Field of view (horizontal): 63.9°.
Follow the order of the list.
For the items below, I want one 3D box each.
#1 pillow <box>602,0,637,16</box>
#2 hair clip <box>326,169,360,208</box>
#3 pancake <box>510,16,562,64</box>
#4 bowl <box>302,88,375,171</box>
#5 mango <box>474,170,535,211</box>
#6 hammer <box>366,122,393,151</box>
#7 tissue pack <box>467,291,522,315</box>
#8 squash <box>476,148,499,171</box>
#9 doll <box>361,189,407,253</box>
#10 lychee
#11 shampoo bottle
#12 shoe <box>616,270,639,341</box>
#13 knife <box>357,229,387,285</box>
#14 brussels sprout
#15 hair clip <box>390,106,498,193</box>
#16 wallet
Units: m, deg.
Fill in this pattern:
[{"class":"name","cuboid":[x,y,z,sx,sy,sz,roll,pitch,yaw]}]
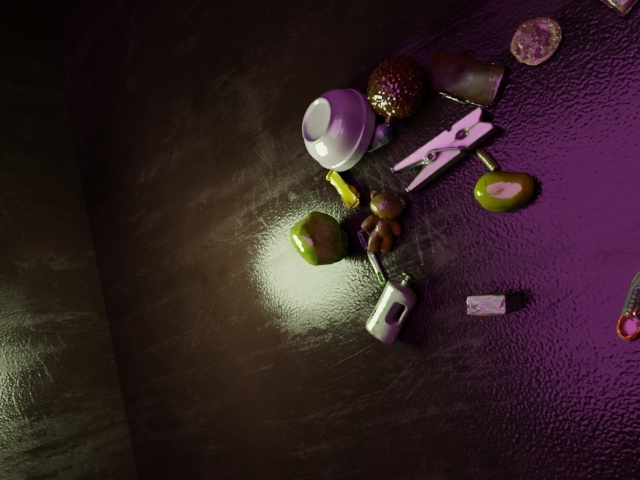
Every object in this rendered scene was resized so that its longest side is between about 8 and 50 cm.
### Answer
[{"class":"pillow","cuboid":[0.793,-0.673,1.294,0.118,0.043,0.185,50,121,20]},{"class":"hair clip","cuboid":[0.085,-0.178,1.825,0.173,0.046,0.072,50,120,28]},{"class":"pancake","cuboid":[0.607,-0.561,1.446,0.139,0.022,0.140,0,89,37]},{"class":"bowl","cuboid":[0.040,-0.391,1.755,0.287,0.143,0.287,-17,68,49]},{"class":"mango","cuboid":[0.521,-0.139,1.464,0.163,0.089,0.117,9,95,36]},{"class":"hammer","cuboid":[0.176,-0.406,1.751,0.116,0.069,0.194,-25,70,36]},{"class":"tissue pack","cuboid":[0.491,0.179,1.448,0.108,0.148,0.060,-6,85,37]},{"class":"squash","cuboid":[0.494,-0.242,1.526,0.027,0.027,0.083,-46,63,28]},{"class":"doll","cuboid":[0.207,-0.061,1.711,0.137,0.097,0.210,12,108,-1]},{"class":"lychee","cuboid":[0.236,-0.471,1.627,0.200,0.200,0.238,12,84,37]},{"class":"shampoo bottle","cuboid":[0.242,0.211,1.675,0.118,0.087,0.234,36,110,34]},{"class":"shoe","cuboid":[0.786,0.162,1.266,0.074,0.077,0.194,23,104,36]},{"class":"knife","cuboid":[0.187,0.054,1.766,0.054,0.015,0.212,-30,71,25]},{"class":"brussels sprout","cuboid":[0.000,0.000,1.783,0.223,0.223,0.161,48,121,28]},{"class":"hair clip","cuboid":[0.378,-0.274,1.578,0.330,0.085,0.101,-36,70,30]},{"class":"wallet","cuboid":[0.434,-0.495,1.573,0.255,0.031,0.137,32,111,35]}]
